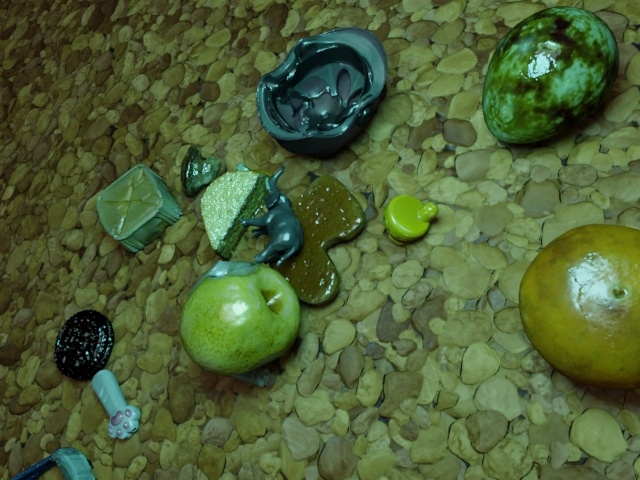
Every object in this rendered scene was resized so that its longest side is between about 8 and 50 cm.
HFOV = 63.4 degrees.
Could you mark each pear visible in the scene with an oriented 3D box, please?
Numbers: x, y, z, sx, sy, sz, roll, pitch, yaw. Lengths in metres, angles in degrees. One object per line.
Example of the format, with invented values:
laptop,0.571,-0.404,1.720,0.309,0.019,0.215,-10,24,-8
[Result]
pear,-0.181,0.178,1.144,0.271,0.271,0.271,-9,67,21

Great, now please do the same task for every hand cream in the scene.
hand cream,-0.199,0.303,1.227,0.210,0.043,0.067,10,73,32

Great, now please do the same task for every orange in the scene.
orange,0.492,0.111,0.887,0.284,0.226,0.284,-6,75,22

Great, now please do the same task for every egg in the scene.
egg,0.458,-0.332,1.065,0.289,0.238,0.238,-45,59,13

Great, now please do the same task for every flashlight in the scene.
flashlight,-0.529,0.413,1.323,0.093,0.047,0.200,-45,60,3

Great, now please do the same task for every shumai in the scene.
shumai,-0.352,-0.187,1.468,0.123,0.105,0.139,-26,37,63

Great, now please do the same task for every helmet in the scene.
helmet,0.015,-0.345,1.291,0.338,0.197,0.271,-39,68,-3

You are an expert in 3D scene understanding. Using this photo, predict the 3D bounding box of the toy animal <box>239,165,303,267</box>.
toy animal,-0.119,-0.051,1.249,0.137,0.082,0.269,-24,56,14

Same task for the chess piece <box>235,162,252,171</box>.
chess piece,-0.240,-0.138,1.406,0.059,0.059,0.149,39,93,31

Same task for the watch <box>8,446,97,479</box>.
watch,-0.706,0.641,1.312,0.276,0.068,0.274,32,90,30

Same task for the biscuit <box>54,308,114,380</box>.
biscuit,-0.649,0.285,1.423,0.194,0.053,0.194,-8,67,20

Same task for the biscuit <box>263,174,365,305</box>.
biscuit,0.001,0.001,1.242,0.277,0.052,0.262,-48,56,2

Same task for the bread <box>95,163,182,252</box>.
bread,-0.519,-0.090,1.481,0.210,0.110,0.192,-40,66,6

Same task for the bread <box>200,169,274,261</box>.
bread,-0.235,-0.086,1.325,0.134,0.129,0.260,26,85,14

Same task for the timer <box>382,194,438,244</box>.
timer,0.196,-0.053,1.146,0.107,0.109,0.107,9,64,-18
